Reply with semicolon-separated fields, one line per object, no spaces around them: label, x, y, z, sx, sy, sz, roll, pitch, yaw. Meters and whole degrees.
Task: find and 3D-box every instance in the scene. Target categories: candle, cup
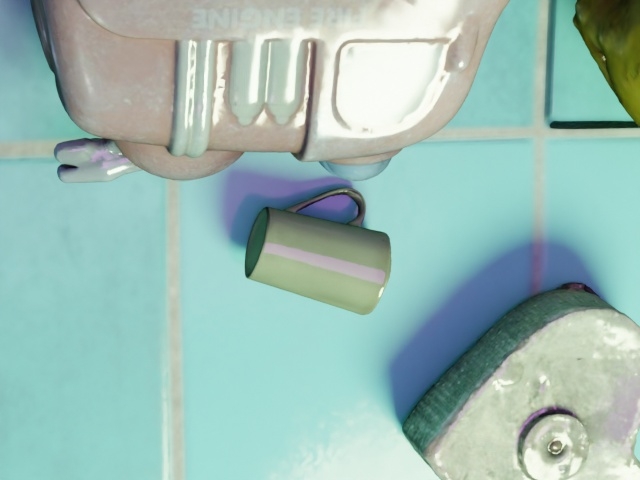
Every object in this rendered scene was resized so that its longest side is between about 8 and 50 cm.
candle;0.141;0.129;0.951;0.168;0.068;0.192;-2;99;-13
cup;0.001;0.002;0.894;0.083;0.054;0.075;16;99;-15

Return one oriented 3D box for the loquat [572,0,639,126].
loquat;0.286;-0.143;0.862;0.246;0.213;0.213;12;99;-17

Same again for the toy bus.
toy bus;-0.027;-0.144;0.792;0.294;0.197;0.232;-2;112;-15
